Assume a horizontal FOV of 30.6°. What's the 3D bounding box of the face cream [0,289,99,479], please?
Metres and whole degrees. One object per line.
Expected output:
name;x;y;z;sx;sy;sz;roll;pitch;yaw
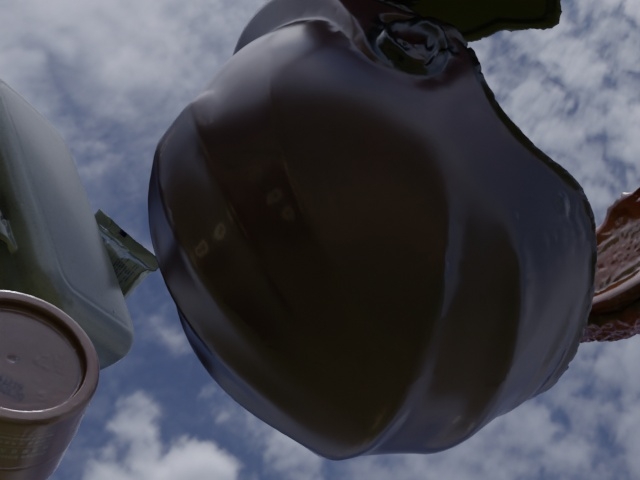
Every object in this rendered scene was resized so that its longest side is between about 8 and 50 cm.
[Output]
face cream;-0.275;0.129;1.000;0.149;0.149;0.104;34;-56;4

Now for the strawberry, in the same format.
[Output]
strawberry;0.334;0.057;1.264;0.098;0.174;0.228;36;-73;-28

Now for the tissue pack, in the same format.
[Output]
tissue pack;-0.319;0.066;1.579;0.122;0.026;0.193;39;-95;15

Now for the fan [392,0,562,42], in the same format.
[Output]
fan;0.042;-0.250;0.799;0.335;0.011;0.229;34;-41;-18

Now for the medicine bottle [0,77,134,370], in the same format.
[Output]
medicine bottle;-0.361;-0.019;1.447;0.123;0.282;0.375;-29;-117;6

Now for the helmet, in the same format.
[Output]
helmet;0.000;0.000;0.762;0.338;0.197;0.271;48;-44;11
